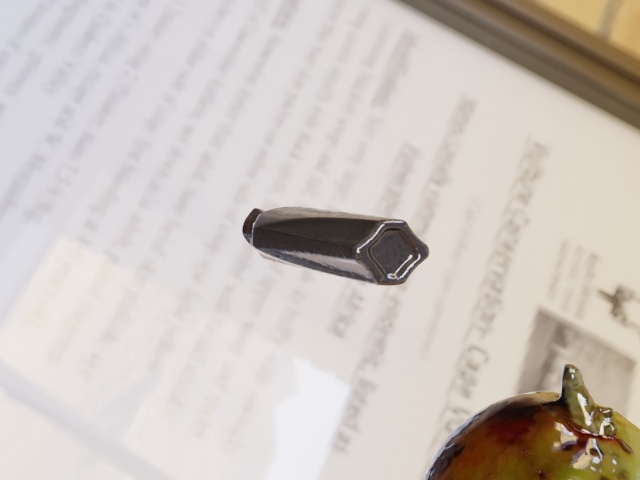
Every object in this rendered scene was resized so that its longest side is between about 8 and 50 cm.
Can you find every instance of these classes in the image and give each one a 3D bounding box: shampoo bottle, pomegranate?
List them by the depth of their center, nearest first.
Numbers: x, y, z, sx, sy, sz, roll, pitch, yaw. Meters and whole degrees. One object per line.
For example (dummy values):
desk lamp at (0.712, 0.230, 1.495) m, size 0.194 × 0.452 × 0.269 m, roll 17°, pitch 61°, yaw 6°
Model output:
shampoo bottle at (0.000, 0.000, 0.667) m, size 0.137 × 0.048 × 0.027 m, roll -170°, pitch -99°, yaw -65°
pomegranate at (0.105, 0.178, 0.870) m, size 0.220 × 0.156 × 0.156 m, roll -47°, pitch -171°, yaw 16°
